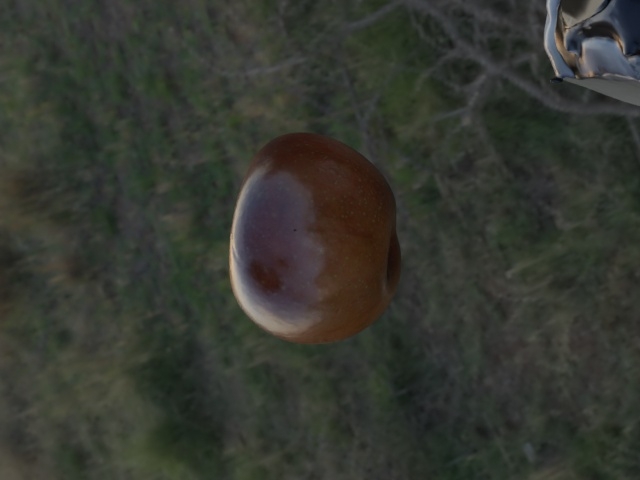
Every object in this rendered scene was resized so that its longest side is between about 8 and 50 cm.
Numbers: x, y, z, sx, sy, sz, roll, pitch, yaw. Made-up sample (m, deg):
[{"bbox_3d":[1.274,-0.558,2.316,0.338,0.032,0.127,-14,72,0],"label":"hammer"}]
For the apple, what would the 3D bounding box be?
[{"bbox_3d":[0.000,0.000,1.266,0.201,0.162,0.201,10,-90,-86],"label":"apple"}]

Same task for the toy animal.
[{"bbox_3d":[0.295,-0.179,1.042,0.208,0.204,0.156,24,100,64],"label":"toy animal"}]
